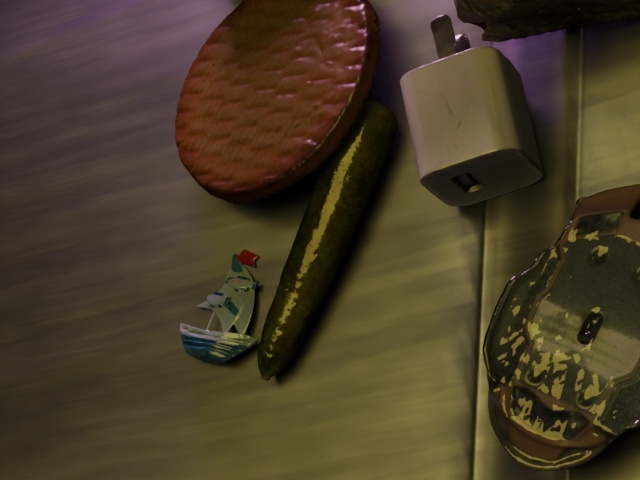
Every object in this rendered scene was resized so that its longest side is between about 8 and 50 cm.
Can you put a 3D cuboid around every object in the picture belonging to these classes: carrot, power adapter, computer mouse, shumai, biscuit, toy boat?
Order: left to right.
[{"bbox_3d":[-0.106,0.090,1.972,0.105,0.034,0.149,35,79,34],"label":"toy boat"},{"bbox_3d":[-0.055,-0.192,1.983,0.318,0.040,0.317,-22,52,32],"label":"biscuit"},{"bbox_3d":[0.000,0.000,1.917,0.074,0.074,0.358,20,85,30],"label":"carrot"},{"bbox_3d":[0.167,-0.161,1.849,0.125,0.130,0.204,-19,66,21],"label":"power adapter"},{"bbox_3d":[0.272,-0.349,1.821,0.256,0.189,0.218,-7,71,13],"label":"shumai"},{"bbox_3d":[0.304,0.076,1.719,0.200,0.115,0.389,27,75,15],"label":"computer mouse"}]
